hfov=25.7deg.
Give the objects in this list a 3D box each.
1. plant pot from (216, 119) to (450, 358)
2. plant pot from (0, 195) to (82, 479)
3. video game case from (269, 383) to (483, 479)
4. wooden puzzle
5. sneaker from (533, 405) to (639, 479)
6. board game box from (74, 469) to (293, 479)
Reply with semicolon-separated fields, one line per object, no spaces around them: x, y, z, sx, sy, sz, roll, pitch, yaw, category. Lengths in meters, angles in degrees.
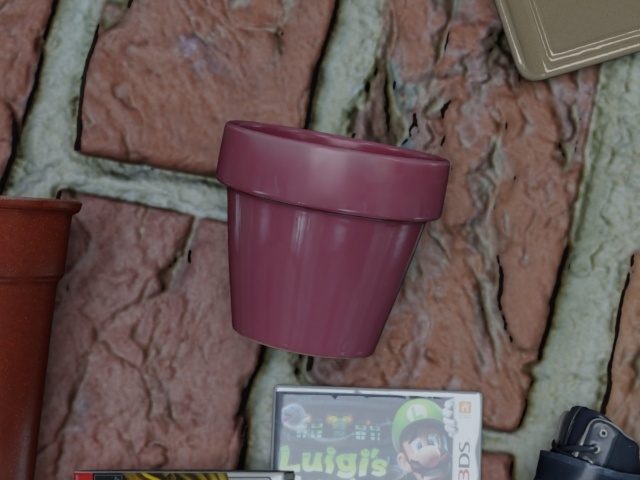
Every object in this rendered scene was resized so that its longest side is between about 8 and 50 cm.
0.000;0.000;1.222;0.201;0.201;0.180;11;98;5;plant pot
-0.345;0.095;1.198;0.272;0.272;0.265;2;90;4;plant pot
0.049;0.219;1.259;0.190;0.022;0.173;2;81;4;video game case
0.266;-0.278;1.319;0.238;0.044;0.221;-16;80;-4;wooden puzzle
0.173;0.215;1.199;0.226;0.086;0.163;12;89;-17;sneaker
-0.121;0.354;1.221;0.193;0.053;0.305;-2;81;11;board game box
